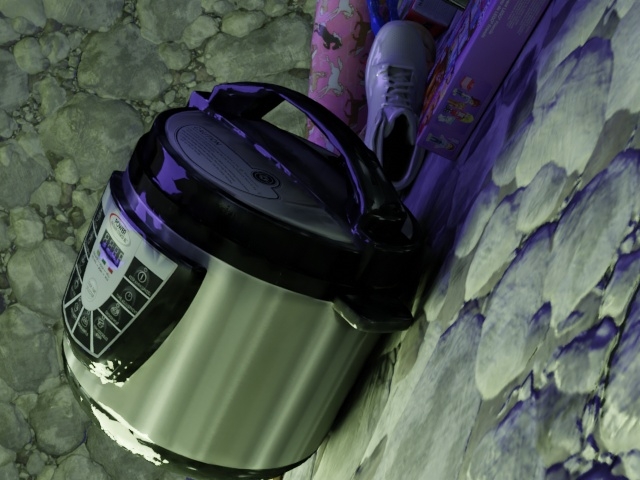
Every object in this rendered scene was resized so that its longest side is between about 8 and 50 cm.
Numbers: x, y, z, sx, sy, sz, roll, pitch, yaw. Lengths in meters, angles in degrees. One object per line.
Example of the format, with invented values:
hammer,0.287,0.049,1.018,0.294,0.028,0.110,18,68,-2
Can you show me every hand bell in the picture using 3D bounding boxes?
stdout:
hand bell,0.177,-0.305,1.561,0.126,0.126,0.242,-65,18,16

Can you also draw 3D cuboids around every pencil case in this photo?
pencil case,0.063,-0.361,1.909,0.160,0.167,0.386,-21,-60,-65

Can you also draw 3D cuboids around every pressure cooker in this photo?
pressure cooker,-0.086,0.025,1.079,0.420,0.370,0.375,-63,4,21

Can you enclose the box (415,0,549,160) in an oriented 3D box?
box,0.211,-0.267,1.096,0.201,0.057,0.293,-74,10,-55

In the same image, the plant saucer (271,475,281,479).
plant saucer,-0.078,0.377,1.346,0.083,0.015,0.083,-155,90,-85

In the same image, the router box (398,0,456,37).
router box,0.266,-0.584,1.848,0.301,0.082,0.335,-142,76,-85

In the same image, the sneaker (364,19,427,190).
sneaker,0.126,-0.211,1.380,0.169,0.108,0.292,177,100,-82

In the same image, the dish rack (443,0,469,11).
dish rack,0.220,-0.502,1.328,0.271,0.208,0.074,-65,16,-2

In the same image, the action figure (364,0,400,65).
action figure,0.131,-0.401,1.800,0.139,0.092,0.280,149,106,-77

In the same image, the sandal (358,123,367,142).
sandal,0.077,-0.150,1.789,0.240,0.088,0.079,-60,3,3
